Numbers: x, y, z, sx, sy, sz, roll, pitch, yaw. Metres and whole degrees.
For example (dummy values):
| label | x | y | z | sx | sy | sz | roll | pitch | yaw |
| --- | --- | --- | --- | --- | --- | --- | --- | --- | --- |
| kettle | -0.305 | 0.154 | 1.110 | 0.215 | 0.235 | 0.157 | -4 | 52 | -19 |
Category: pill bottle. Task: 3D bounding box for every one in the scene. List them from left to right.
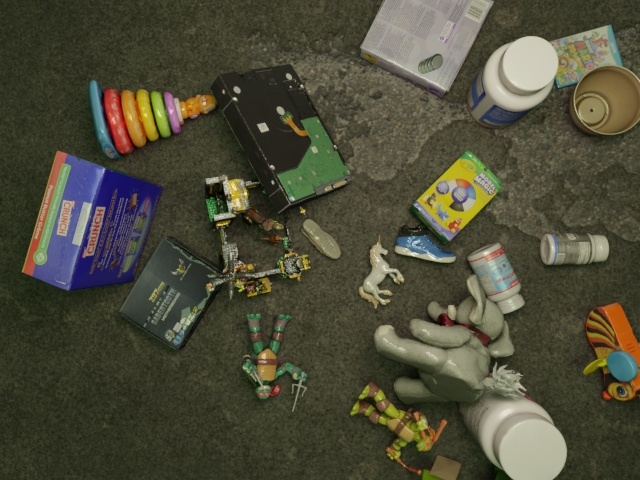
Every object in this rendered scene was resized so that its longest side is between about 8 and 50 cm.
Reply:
| label | x | y | z | sx | sy | sz | roll | pitch | yaw |
| --- | --- | --- | --- | --- | --- | --- | --- | --- | --- |
| pill bottle | 0.429 | 0.092 | 1.287 | 0.087 | 0.087 | 0.160 | -27 | 88 | 2 |
| pill bottle | 0.418 | 0.411 | 1.178 | 0.160 | 0.283 | 0.161 | 0 | 93 | 0 |
| pill bottle | 0.434 | -0.356 | 1.203 | 0.152 | 0.272 | 0.152 | 0 | 89 | 3 |
| pill bottle | 0.613 | 0.020 | 1.282 | 0.137 | 0.078 | 0.078 | -1 | 89 | 3 |

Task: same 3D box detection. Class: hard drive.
| label | x | y | z | sx | sy | sz | roll | pitch | yaw |
| --- | --- | --- | --- | --- | --- | --- | --- | --- | --- |
| hard drive | -0.086 | -0.251 | 1.268 | 0.237 | 0.064 | 0.339 | -27 | 86 | -42 |

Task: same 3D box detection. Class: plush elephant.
| label | x | y | z | sx | sy | sz | roll | pitch | yaw |
| --- | --- | --- | --- | --- | --- | --- | --- | --- | --- |
| plush elephant | 0.317 | 0.223 | 1.226 | 0.329 | 0.255 | 0.272 | -2 | 133 | 34 |

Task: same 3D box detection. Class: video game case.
| label | x | y | z | sx | sy | sz | roll | pitch | yaw |
| --- | --- | --- | --- | --- | --- | --- | --- | --- | --- |
| video game case | 0.656 | -0.457 | 1.321 | 0.166 | 0.015 | 0.119 | -15 | 88 | 3 |

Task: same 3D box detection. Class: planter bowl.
| label | x | y | z | sx | sy | sz | roll | pitch | yaw |
| --- | --- | --- | --- | --- | --- | --- | --- | --- | --- |
| planter bowl | 0.668 | -0.323 | 1.271 | 0.162 | 0.109 | 0.162 | 0 | 89 | 3 |

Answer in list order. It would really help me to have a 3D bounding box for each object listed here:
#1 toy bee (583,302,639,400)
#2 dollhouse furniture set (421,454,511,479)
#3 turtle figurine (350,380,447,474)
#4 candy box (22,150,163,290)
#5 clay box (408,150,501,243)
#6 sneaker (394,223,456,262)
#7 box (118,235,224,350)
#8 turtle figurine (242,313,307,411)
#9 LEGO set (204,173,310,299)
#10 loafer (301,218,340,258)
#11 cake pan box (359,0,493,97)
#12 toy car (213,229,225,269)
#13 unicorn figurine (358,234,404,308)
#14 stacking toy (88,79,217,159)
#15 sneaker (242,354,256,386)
| label | x | y | z | sx | sy | sz | roll | pitch | yaw |
| --- | --- | --- | --- | --- | --- | --- | --- | --- | --- |
| toy bee | 0.701 | 0.308 | 1.245 | 0.195 | 0.162 | 0.298 | 8 | 58 | -12 |
| dollhouse furniture set | 0.331 | 0.701 | 1.293 | 0.197 | 0.151 | 0.302 | 12 | 108 | 24 |
| turtle figurine | 0.189 | 0.429 | 1.261 | 0.217 | 0.270 | 0.087 | 34 | 50 | 16 |
| candy box | -0.511 | -0.037 | 1.229 | 0.122 | 0.317 | 0.268 | 17 | 90 | 3 |
| clay box | 0.339 | -0.114 | 1.299 | 0.222 | 0.053 | 0.127 | -45 | 88 | -9 |
| sneaker | 0.265 | 0.003 | 1.312 | 0.152 | 0.058 | 0.085 | 12 | 98 | 10 |
| box | -0.372 | 0.133 | 1.346 | 0.183 | 0.059 | 0.233 | 32 | 91 | 5 |
| turtle figurine | -0.129 | 0.298 | 1.293 | 0.118 | 0.175 | 0.234 | -15 | 71 | 45 |
| LEGO set | -0.149 | -0.033 | 1.243 | 0.254 | 0.192 | 0.332 | -3 | 85 | -14 |
| loafer | 0.000 | 0.000 | 1.343 | 0.125 | 0.039 | 0.045 | 47 | 59 | 0 |
| cake pan box | 0.262 | -0.531 | 1.320 | 0.245 | 0.070 | 0.267 | 26 | 91 | 1 |
| toy car | -0.239 | 0.012 | 1.345 | 0.040 | 0.060 | 0.122 | -10 | 96 | -29 |
| unicorn figurine | 0.150 | 0.083 | 1.316 | 0.111 | 0.060 | 0.162 | 34 | 91 | 3 |
| stacking toy | -0.406 | -0.317 | 1.329 | 0.301 | 0.175 | 0.166 | -13 | 83 | -11 |
| sneaker | -0.181 | 0.333 | 1.343 | 0.031 | 0.035 | 0.083 | -20 | 88 | 3 |
